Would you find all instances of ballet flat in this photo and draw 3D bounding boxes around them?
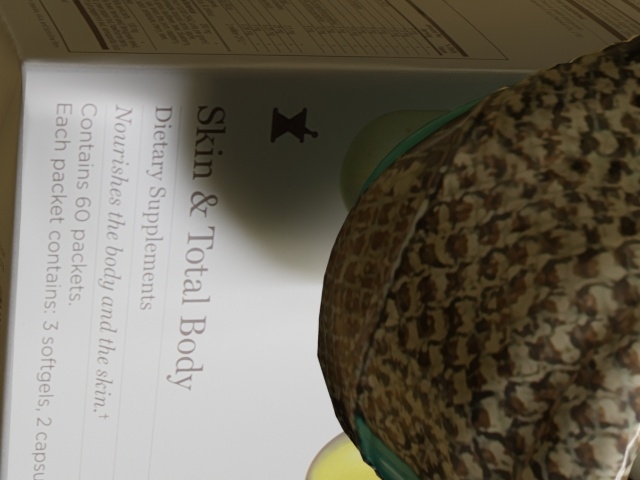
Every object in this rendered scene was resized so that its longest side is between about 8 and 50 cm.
[{"bbox_3d":[0.238,-0.031,0.475,0.483,0.182,0.164,-26,130,-10],"label":"ballet flat"}]

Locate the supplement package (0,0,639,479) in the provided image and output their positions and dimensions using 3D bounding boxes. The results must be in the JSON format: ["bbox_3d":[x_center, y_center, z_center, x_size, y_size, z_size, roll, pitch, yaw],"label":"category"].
[{"bbox_3d":[0.000,0.000,0.675,0.263,0.199,0.198,-1,-157,-19],"label":"supplement package"}]
